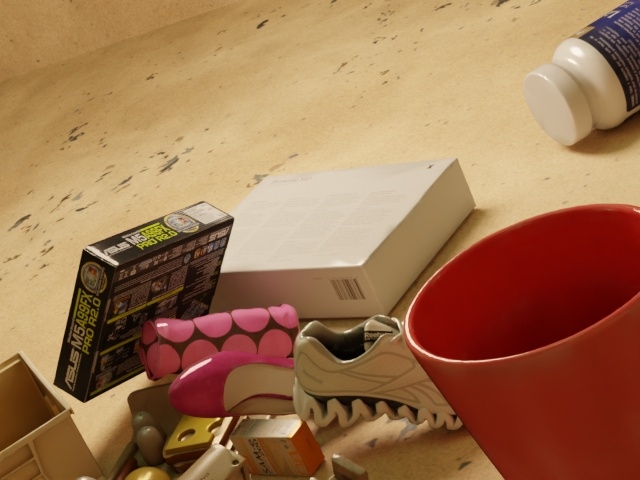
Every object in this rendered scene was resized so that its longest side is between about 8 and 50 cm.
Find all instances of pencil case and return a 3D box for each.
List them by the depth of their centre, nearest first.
[{"bbox_3d":[-0.136,0.134,1.951,0.209,0.095,0.098,-4,-22,-22],"label":"pencil case"}]

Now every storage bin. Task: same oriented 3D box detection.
[{"bbox_3d":[-0.452,0.299,1.956,0.260,0.123,0.262,-32,24,-16],"label":"storage bin"}]

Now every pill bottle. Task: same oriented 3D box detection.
[{"bbox_3d":[0.443,-0.259,2.195,0.264,0.153,0.153,-32,24,-16],"label":"pill bottle"}]

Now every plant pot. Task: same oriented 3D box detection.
[{"bbox_3d":[0.251,0.135,1.443,0.275,0.243,0.275,-21,24,10],"label":"plant pot"}]

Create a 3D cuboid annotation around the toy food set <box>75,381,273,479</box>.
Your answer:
[{"bbox_3d":[-0.200,0.268,1.806,0.219,0.092,0.306,-14,26,25],"label":"toy food set"}]

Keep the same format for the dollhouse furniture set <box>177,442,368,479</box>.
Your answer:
[{"bbox_3d":[-0.036,0.338,1.496,0.242,0.161,0.212,23,49,32],"label":"dollhouse furniture set"}]

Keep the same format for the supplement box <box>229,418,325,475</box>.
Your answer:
[{"bbox_3d":[-0.052,0.246,1.742,0.098,0.062,0.036,-6,31,39],"label":"supplement box"}]

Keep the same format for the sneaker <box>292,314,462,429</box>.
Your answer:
[{"bbox_3d":[0.107,0.146,1.680,0.292,0.118,0.110,-3,26,8],"label":"sneaker"}]

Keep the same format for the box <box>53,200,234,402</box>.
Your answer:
[{"bbox_3d":[-0.238,0.079,2.004,0.060,0.216,0.270,29,28,22],"label":"box"}]

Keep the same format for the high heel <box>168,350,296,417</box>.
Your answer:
[{"bbox_3d":[-0.059,0.184,1.761,0.244,0.082,0.117,3,8,-41],"label":"high heel"}]

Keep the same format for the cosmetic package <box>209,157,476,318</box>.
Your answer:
[{"bbox_3d":[0.000,0.000,2.163,0.377,0.097,0.284,-3,33,40],"label":"cosmetic package"}]
